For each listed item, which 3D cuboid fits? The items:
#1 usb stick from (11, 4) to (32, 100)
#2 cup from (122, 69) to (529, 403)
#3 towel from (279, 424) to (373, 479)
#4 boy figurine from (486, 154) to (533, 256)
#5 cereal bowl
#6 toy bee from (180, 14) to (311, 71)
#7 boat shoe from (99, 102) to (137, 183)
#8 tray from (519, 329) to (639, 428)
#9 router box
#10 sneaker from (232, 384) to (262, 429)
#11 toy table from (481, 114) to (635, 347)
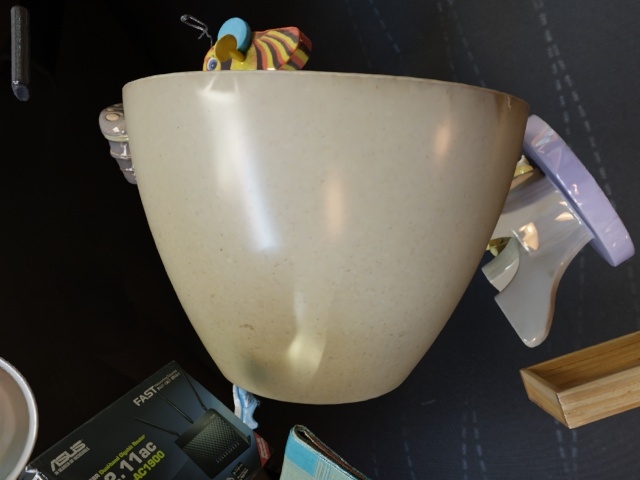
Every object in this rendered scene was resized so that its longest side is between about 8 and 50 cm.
[{"bbox_3d":[-0.776,-0.489,1.392,0.045,0.077,0.278,-2,65,-27],"label":"usb stick"},{"bbox_3d":[0.000,0.000,0.476,0.331,0.331,0.237,-1,97,-26],"label":"cup"},{"bbox_3d":[0.016,0.638,1.378,0.271,0.370,0.040,30,48,19],"label":"towel"},{"bbox_3d":[0.270,-0.055,0.863,0.092,0.177,0.285,35,28,-32],"label":"boy figurine"},{"bbox_3d":[-0.748,0.378,1.056,0.339,0.141,0.339,10,69,-27],"label":"cereal bowl"},{"bbox_3d":[-0.163,-0.349,1.084,0.195,0.298,0.162,13,93,-42],"label":"toy bee"},{"bbox_3d":[-0.215,-0.189,0.927,0.355,0.132,0.130,-30,129,-47],"label":"boat shoe"},{"bbox_3d":[0.621,0.237,1.026,0.411,0.203,0.076,-19,88,1],"label":"tray"},{"bbox_3d":[-0.093,0.134,0.308,0.092,0.122,0.038,37,112,8],"label":"router box"},{"bbox_3d":[-0.188,0.419,1.416,0.073,0.063,0.162,-8,77,6],"label":"sneaker"},{"bbox_3d":[0.253,-0.015,0.656,0.161,0.252,0.274,-37,131,17],"label":"toy table"}]
